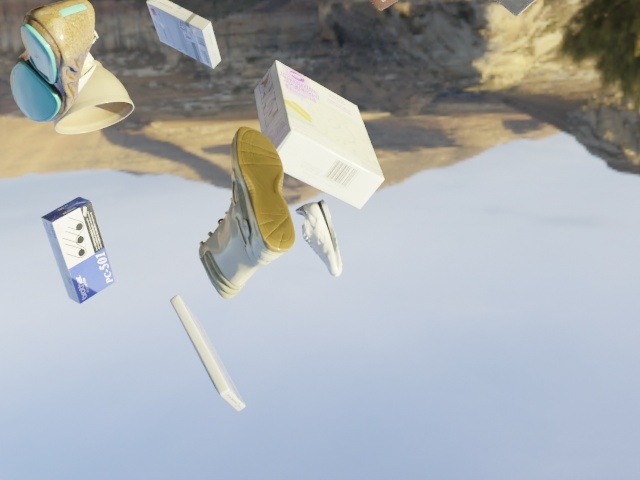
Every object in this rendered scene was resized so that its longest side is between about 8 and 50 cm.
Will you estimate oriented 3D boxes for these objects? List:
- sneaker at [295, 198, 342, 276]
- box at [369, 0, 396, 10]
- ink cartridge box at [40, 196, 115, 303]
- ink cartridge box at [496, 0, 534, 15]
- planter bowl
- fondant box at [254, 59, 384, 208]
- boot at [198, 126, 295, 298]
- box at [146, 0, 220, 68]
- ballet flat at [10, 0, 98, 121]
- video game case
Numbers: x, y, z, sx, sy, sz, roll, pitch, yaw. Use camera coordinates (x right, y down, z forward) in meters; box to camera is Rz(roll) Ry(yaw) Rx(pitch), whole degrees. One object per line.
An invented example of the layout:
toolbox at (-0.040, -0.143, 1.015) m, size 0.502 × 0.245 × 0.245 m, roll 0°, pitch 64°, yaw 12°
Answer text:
sneaker at (0.000, 0.000, 2.187) m, size 0.095 × 0.235 × 0.090 m, roll -16°, pitch 162°, yaw -4°
box at (0.117, -0.696, 1.584) m, size 0.143 × 0.381 × 0.191 m, roll -25°, pitch 140°, yaw 37°
ink cartridge box at (-0.505, 0.022, 1.589) m, size 0.046 × 0.207 × 0.097 m, roll 20°, pitch -138°, yaw 34°
ink cartridge box at (0.480, -0.527, 1.328) m, size 0.385 × 0.091 × 0.308 m, roll -38°, pitch -155°, yaw 16°
planter bowl at (-0.473, -0.295, 1.527) m, size 0.162 × 0.109 × 0.162 m, roll -21°, pitch 177°, yaw -1°
fondant box at (-0.010, -0.237, 1.657) m, size 0.238 × 0.096 × 0.330 m, roll 25°, pitch -151°, yaw -26°
boot at (-0.117, -0.040, 1.084) m, size 0.077 × 0.213 × 0.165 m, roll 8°, pitch 145°, yaw -35°
box at (-0.352, -0.540, 1.959) m, size 0.186 × 0.145 × 0.038 m, roll 29°, pitch -112°, yaw 18°
ballet flat at (-0.413, -0.288, 1.203) m, size 0.124 × 0.116 × 0.342 m, roll -44°, pitch -174°, yaw -25°
video game case at (-0.218, 0.224, 1.477) m, size 0.023 × 0.212 × 0.193 m, roll -30°, pitch 160°, yaw -8°
